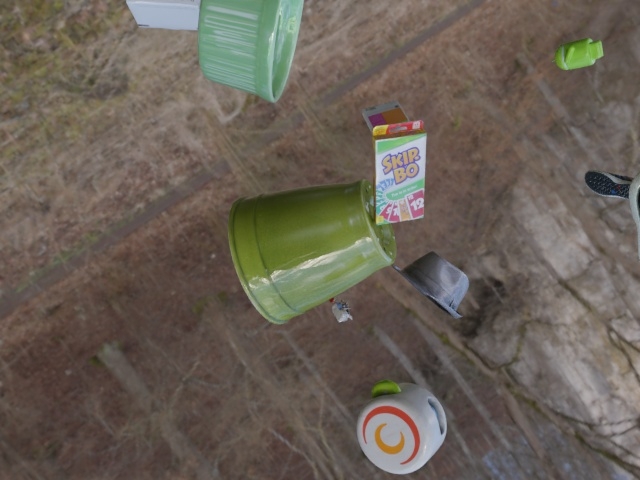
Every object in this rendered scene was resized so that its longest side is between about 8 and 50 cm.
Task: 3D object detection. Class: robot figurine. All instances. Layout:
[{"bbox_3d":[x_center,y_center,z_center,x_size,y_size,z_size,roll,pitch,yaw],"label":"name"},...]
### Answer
[{"bbox_3d":[0.632,-0.459,1.724,0.115,0.067,0.101,-4,-159,39],"label":"robot figurine"}]

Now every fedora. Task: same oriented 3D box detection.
[{"bbox_3d":[0.352,0.116,2.106,0.124,0.275,0.244,-50,-140,0],"label":"fedora"}]

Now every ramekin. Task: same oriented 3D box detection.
[{"bbox_3d":[-0.130,-0.431,1.352,0.303,0.148,0.303,12,90,-88],"label":"ramekin"}]

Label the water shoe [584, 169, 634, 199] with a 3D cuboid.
[{"bbox_3d":[0.940,-0.174,2.217,0.203,0.072,0.080,26,-149,35],"label":"water shoe"}]

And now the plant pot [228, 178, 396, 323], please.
[{"bbox_3d":[0.000,0.000,1.864,0.353,0.366,0.366,-19,-167,20],"label":"plant pot"}]

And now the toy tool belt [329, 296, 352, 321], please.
[{"bbox_3d":[0.063,0.204,2.104,0.051,0.083,0.052,-2,147,-42],"label":"toy tool belt"}]

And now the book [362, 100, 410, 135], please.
[{"bbox_3d":[0.168,-0.306,1.783,0.096,0.035,0.144,-14,-141,-2],"label":"book"}]

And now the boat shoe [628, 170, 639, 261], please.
[{"bbox_3d":[0.691,-0.002,1.336,0.127,0.340,0.113,-35,-143,-5],"label":"boat shoe"}]

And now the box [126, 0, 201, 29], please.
[{"bbox_3d":[-0.385,-0.623,1.779,0.181,0.119,0.182,2,177,-4],"label":"box"}]

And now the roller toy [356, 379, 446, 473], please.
[{"bbox_3d":[0.196,0.446,1.673,0.146,0.191,0.209,-14,127,-61],"label":"roller toy"}]

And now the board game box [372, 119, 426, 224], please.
[{"bbox_3d":[0.188,-0.160,1.678,0.124,0.259,0.039,-9,-147,-8],"label":"board game box"}]
